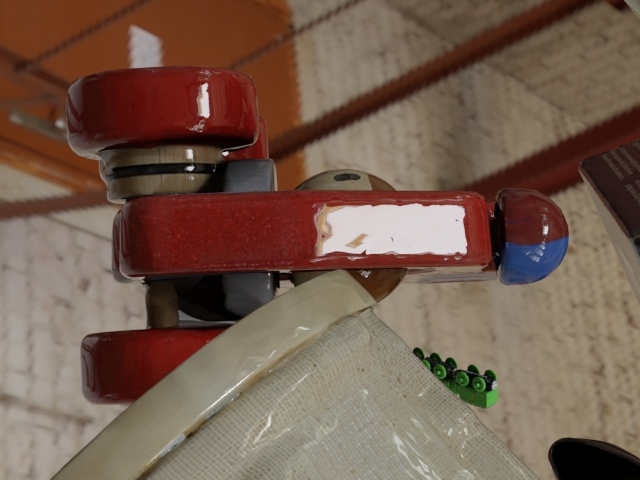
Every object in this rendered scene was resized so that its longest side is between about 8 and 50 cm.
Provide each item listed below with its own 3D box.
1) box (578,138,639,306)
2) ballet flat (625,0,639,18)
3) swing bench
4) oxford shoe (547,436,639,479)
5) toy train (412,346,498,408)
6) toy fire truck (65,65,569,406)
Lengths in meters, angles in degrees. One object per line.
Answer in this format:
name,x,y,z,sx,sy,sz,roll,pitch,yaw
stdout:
box,0.390,-0.017,1.362,0.312,0.343,0.179,-24,-80,7
ballet flat,0.198,-0.169,0.986,0.077,0.077,0.231,162,-76,-69
swing bench,0.044,0.157,0.654,0.165,0.255,0.253,-43,-102,-9
oxford shoe,0.261,0.231,1.278,0.097,0.098,0.271,-53,-136,-3
toy train,0.073,0.083,1.080,0.083,0.017,0.024,15,-61,39
toy fire truck,0.000,0.000,0.971,0.254,0.302,0.169,-4,-95,0
